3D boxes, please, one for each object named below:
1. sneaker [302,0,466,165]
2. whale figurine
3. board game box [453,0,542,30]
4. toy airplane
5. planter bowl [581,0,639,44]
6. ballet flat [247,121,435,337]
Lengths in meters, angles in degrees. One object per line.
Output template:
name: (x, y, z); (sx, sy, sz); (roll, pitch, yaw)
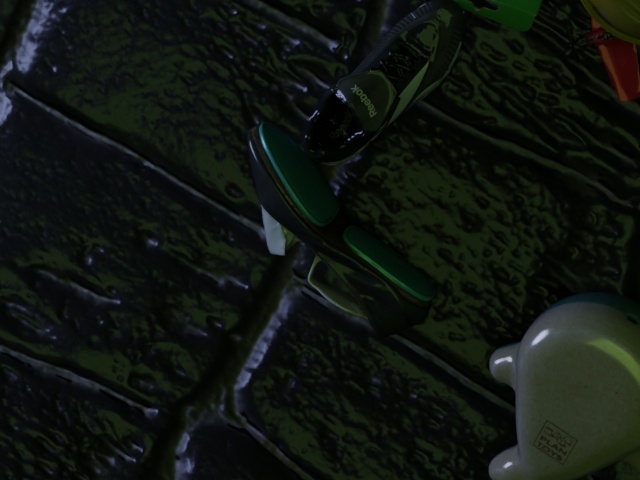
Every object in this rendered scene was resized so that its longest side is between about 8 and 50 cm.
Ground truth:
sneaker: (0.064, -0.161, 1.809); (0.078, 0.106, 0.234); (46, 107, 1)
whale figurine: (0.281, 0.173, 1.822); (0.216, 0.141, 0.272); (31, 127, 13)
board game box: (0.201, -0.345, 1.749); (0.124, 0.039, 0.259); (22, 124, 3)
toy airplane: (0.331, -0.222, 1.790); (0.151, 0.028, 0.151); (2, 100, 11)
planter bowl: (0.360, -0.296, 1.688); (0.217, 0.090, 0.217); (-5, 103, -21)
ballet flat: (0.000, 0.000, 1.862); (0.280, 0.095, 0.096); (47, 116, 2)
